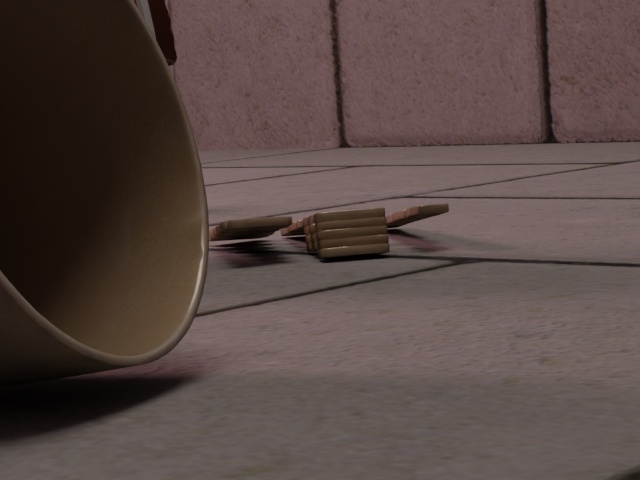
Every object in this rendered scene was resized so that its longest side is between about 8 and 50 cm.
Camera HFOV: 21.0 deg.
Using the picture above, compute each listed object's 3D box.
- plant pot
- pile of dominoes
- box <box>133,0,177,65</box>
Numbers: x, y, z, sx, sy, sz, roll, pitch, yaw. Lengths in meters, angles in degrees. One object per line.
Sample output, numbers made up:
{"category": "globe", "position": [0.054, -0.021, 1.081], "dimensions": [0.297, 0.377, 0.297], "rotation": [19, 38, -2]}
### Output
{"category": "plant pot", "position": [-0.242, -0.018, 0.916], "dimensions": [0.274, 0.256, 0.256], "rotation": [-20, -1, 23]}
{"category": "pile of dominoes", "position": [0.000, 0.000, 1.550], "dimensions": [0.196, 0.040, 0.251], "rotation": [-5, -2, -9]}
{"category": "box", "position": [-0.337, -0.162, 1.489], "dimensions": [0.381, 0.143, 0.191], "rotation": [-21, -13, 26]}
